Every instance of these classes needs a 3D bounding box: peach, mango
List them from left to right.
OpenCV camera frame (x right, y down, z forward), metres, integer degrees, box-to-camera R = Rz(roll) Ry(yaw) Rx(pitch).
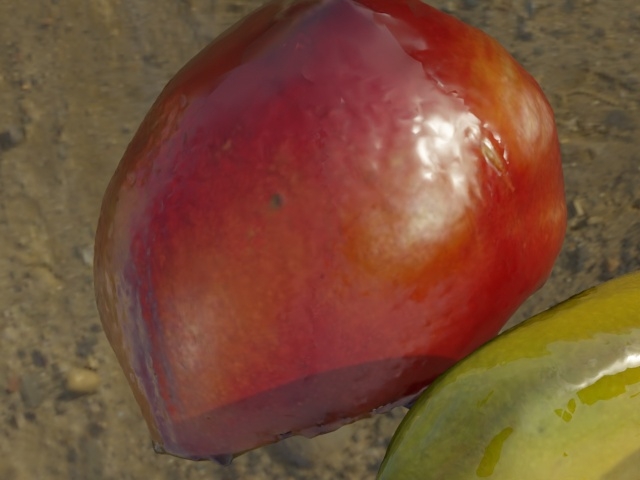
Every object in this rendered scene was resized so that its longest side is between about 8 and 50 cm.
[{"bbox_3d":[0.000,0.000,0.781,0.281,0.281,0.338,30,93,24],"label":"peach"},{"bbox_3d":[0.163,0.090,0.526,0.119,0.317,0.176,50,128,50],"label":"mango"}]
